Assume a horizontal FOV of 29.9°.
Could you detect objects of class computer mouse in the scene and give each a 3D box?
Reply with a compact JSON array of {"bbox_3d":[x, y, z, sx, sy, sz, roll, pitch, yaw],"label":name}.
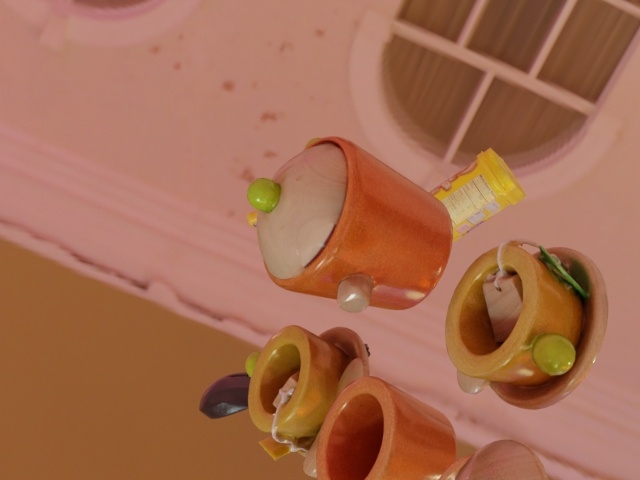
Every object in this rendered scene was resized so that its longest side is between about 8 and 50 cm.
[{"bbox_3d":[-0.050,0.167,1.500,0.041,0.242,0.071,66,-163,-6],"label":"computer mouse"}]

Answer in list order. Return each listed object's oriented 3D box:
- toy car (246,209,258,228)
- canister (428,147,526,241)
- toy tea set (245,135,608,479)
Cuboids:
[{"bbox_3d":[0.000,0.000,0.913,0.122,0.060,0.040,-6,172,16],"label":"toy car"},{"bbox_3d":[0.204,-0.052,1.749,0.073,0.170,0.126,59,-167,17],"label":"canister"},{"bbox_3d":[0.029,0.059,0.635,0.124,0.200,0.336,21,-177,-29],"label":"toy tea set"}]
